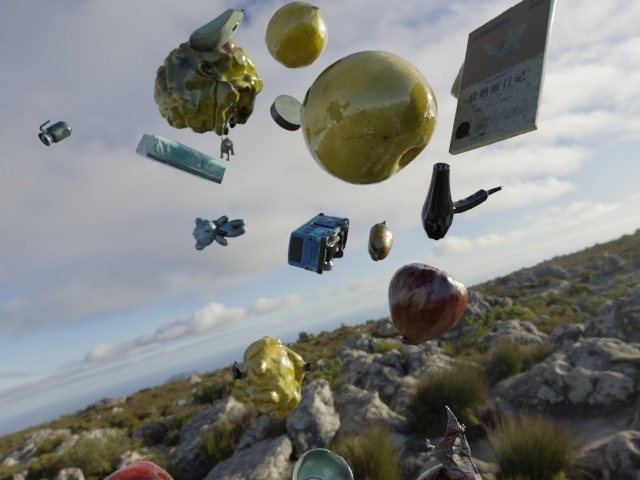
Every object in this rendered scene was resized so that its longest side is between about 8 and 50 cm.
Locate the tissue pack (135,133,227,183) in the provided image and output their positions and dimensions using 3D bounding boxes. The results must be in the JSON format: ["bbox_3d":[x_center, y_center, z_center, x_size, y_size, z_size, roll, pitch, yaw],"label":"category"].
[{"bbox_3d":[-0.469,-0.278,1.512,0.263,0.089,0.177,18,3,-37],"label":"tissue pack"}]

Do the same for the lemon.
[{"bbox_3d":[-0.067,-0.601,1.304,0.178,0.178,0.203,-7,-25,-47],"label":"lemon"}]

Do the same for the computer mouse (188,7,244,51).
[{"bbox_3d":[-0.168,-0.347,0.745,0.110,0.032,0.056,-33,3,2],"label":"computer mouse"}]

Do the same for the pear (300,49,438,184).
[{"bbox_3d":[0.117,-0.309,1.141,0.349,0.348,0.348,-16,-9,-3],"label":"pear"}]

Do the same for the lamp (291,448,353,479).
[{"bbox_3d":[-0.013,0.632,1.082,0.147,0.172,0.227,-59,-11,-51],"label":"lamp"}]

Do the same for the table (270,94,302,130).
[{"bbox_3d":[-0.116,-0.465,1.626,0.134,0.133,0.043,-9,-20,-38],"label":"table"}]

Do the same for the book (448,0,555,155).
[{"bbox_3d":[0.377,-0.348,0.940,0.021,0.310,0.217,17,-12,-27],"label":"book"}]

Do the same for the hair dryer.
[{"bbox_3d":[0.406,-0.136,1.264,0.272,0.235,0.091,-20,38,-21],"label":"hair dryer"}]

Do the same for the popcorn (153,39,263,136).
[{"bbox_3d":[-0.220,-0.301,0.890,0.218,0.189,0.169,-57,-8,-17],"label":"popcorn"}]

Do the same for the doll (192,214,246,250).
[{"bbox_3d":[-0.339,-0.036,1.470,0.180,0.120,0.075,-12,-24,11],"label":"doll"}]

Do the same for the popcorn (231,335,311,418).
[{"bbox_3d":[-0.167,0.503,1.674,0.281,0.297,0.316,-15,2,8],"label":"popcorn"}]

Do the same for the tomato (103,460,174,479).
[{"bbox_3d":[-0.423,0.629,1.088,0.139,0.200,0.233,-49,-15,-3],"label":"tomato"}]

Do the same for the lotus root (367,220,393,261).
[{"bbox_3d":[0.150,0.000,1.113,0.063,0.151,0.072,2,-49,13],"label":"lotus root"}]

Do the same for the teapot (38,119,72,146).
[{"bbox_3d":[-0.770,-0.316,1.295,0.083,0.049,0.063,-52,6,-38],"label":"teapot"}]

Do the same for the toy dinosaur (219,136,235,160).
[{"bbox_3d":[-0.232,-0.225,1.096,0.037,0.058,0.180,-11,12,-16],"label":"toy dinosaur"}]

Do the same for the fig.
[{"bbox_3d":[0.301,0.178,1.301,0.224,0.224,0.263,-13,-42,-22],"label":"fig"}]

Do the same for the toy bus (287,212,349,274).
[{"bbox_3d":[0.000,0.000,1.032,0.106,0.090,0.185,12,20,16],"label":"toy bus"}]

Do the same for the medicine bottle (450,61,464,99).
[{"bbox_3d":[0.479,-0.466,1.315,0.147,0.143,0.147,-52,-15,-20],"label":"medicine bottle"}]

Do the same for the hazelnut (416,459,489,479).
[{"bbox_3d":[0.335,0.662,1.122,0.230,0.229,0.229,-16,-9,-3],"label":"hazelnut"}]

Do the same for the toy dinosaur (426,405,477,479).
[{"bbox_3d":[0.304,0.496,1.042,0.108,0.220,0.032,-7,2,6],"label":"toy dinosaur"}]
